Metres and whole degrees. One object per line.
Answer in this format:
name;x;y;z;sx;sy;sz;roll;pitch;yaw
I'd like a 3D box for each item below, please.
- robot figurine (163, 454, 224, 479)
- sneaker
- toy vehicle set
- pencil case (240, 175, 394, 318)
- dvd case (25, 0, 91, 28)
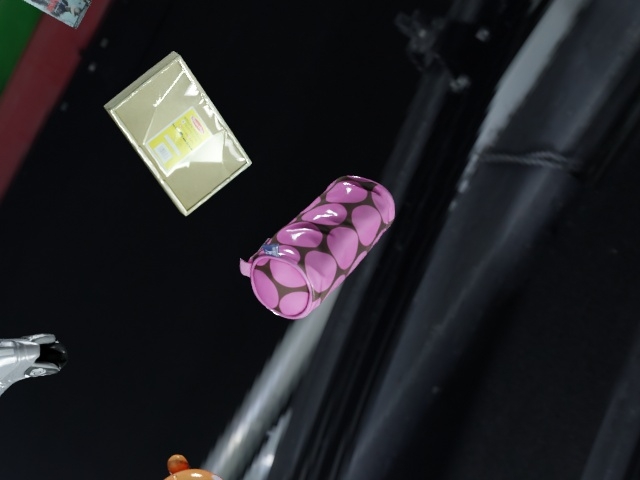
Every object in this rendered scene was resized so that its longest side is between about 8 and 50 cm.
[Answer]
robot figurine;-0.162;0.378;1.713;0.128;0.219;0.158;15;-115;9
sneaker;-0.438;0.187;1.916;0.228;0.132;0.086;134;-53;-74
toy vehicle set;-0.263;-0.196;2.428;0.166;0.267;0.035;-39;-149;-10
pencil case;0.000;0.000;1.518;0.098;0.209;0.095;18;-54;26
dvd case;-0.474;-0.431;2.317;0.087;0.119;0.013;-40;-153;55
